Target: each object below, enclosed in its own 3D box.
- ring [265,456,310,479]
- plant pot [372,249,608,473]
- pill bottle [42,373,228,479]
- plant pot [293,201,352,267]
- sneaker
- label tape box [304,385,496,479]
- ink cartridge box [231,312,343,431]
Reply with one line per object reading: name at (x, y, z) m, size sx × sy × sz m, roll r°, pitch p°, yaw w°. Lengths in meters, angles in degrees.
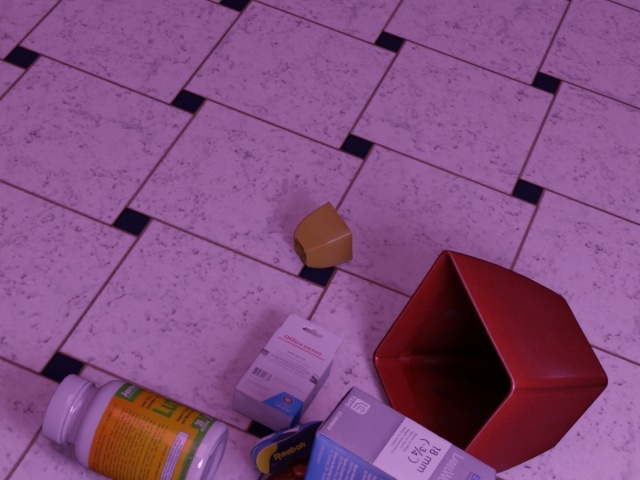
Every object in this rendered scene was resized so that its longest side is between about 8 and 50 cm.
ring at (0.050, 0.439, 1.872) m, size 0.336 × 0.032 × 0.337 m, roll 6°, pitch 46°, yaw -6°
plant pot at (0.273, 0.202, 1.992) m, size 0.235 × 0.267 × 0.267 m, roll 5°, pitch 45°, yaw -30°
pill bottle at (-0.269, 0.284, 1.878) m, size 0.245 × 0.136 × 0.136 m, roll 21°, pitch 48°, yaw 8°
plant pot at (0.000, 0.000, 2.234) m, size 0.083 × 0.081 × 0.081 m, roll -26°, pitch 57°, yaw -15°
sneaker at (-0.042, 0.303, 1.953) m, size 0.144 × 0.053 × 0.059 m, roll -14°, pitch 10°, yaw -26°
label tape box at (0.138, 0.380, 1.759) m, size 0.333 × 0.241 × 0.106 m, roll 30°, pitch 48°, yaw 15°
ink cartridge box at (-0.049, 0.209, 2.041) m, size 0.104 × 0.060 × 0.180 m, roll 26°, pitch 49°, yaw 13°
